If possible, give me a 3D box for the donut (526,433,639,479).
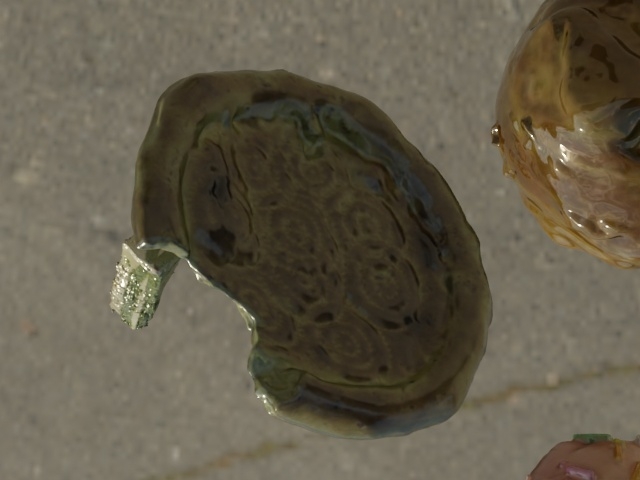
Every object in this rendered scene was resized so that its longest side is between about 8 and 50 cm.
[{"bbox_3d":[0.134,0.169,0.881,0.065,0.166,0.117,-24,162,38],"label":"donut"}]

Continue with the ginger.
[{"bbox_3d":[0.235,-0.112,1.364,0.223,0.269,0.200,1,144,0],"label":"ginger"}]

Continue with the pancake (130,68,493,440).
[{"bbox_3d":[0.000,0.000,1.018,0.235,0.212,0.029,45,137,-2],"label":"pancake"}]

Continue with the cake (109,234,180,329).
[{"bbox_3d":[-0.160,0.031,1.715,0.051,0.055,0.140,36,150,6],"label":"cake"}]
